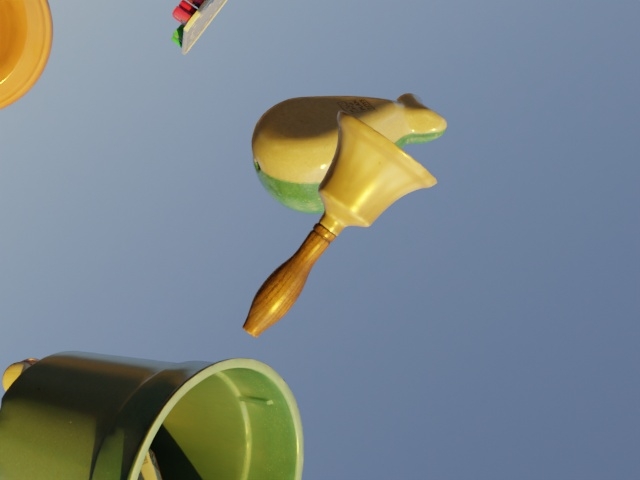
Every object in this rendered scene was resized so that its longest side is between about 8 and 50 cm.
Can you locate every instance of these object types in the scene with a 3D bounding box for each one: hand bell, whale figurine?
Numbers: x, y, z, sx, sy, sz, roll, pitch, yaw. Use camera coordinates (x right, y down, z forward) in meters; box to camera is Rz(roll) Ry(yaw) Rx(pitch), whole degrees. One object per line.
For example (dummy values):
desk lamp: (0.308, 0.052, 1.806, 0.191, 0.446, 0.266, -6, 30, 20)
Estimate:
hand bell: (0.000, 0.000, 1.013, 0.242, 0.126, 0.126, -54, -144, 1)
whale figurine: (0.039, -0.125, 1.371, 0.272, 0.141, 0.216, -18, -142, -20)

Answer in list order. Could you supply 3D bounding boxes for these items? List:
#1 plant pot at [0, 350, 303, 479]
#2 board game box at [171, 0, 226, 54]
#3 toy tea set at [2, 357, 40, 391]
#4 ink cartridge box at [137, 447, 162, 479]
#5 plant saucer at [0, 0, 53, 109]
plant pot: (-0.258, 0.302, 1.350, 0.334, 0.341, 0.341, 7, -119, 35)
board game box: (-0.184, -0.579, 2.053, 0.390, 0.050, 0.390, -53, -170, -2)
toy tea set: (-0.471, 0.368, 1.762, 0.124, 0.336, 0.200, -9, -146, 51)
ink cartridge box: (-0.246, 0.335, 1.409, 0.029, 0.115, 0.062, -20, -112, -7)
plant saucer: (-0.397, -0.235, 1.071, 0.200, 0.200, 0.037, -46, -167, 3)
